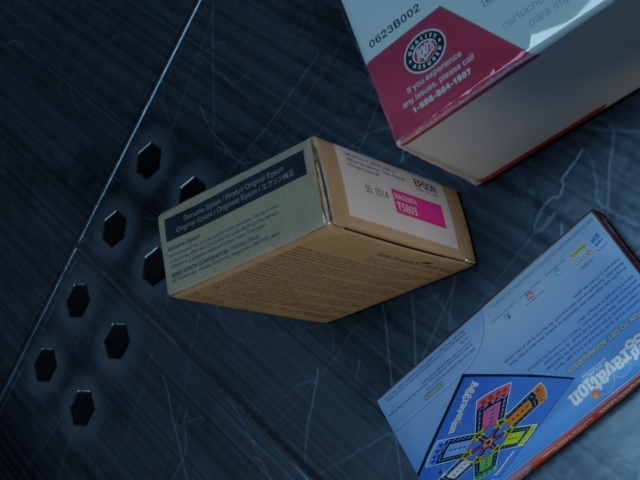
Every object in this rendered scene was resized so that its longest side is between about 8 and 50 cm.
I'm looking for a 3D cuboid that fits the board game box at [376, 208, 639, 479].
[{"bbox_3d":[0.183,0.118,0.970,0.281,0.027,0.145,-45,54,22],"label":"board game box"}]

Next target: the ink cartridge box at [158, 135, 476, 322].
[{"bbox_3d":[0.000,0.000,1.010,0.193,0.234,0.088,-25,66,32],"label":"ink cartridge box"}]

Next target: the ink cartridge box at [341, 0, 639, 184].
[{"bbox_3d":[0.154,-0.293,1.003,0.279,0.160,0.385,-34,60,29],"label":"ink cartridge box"}]
